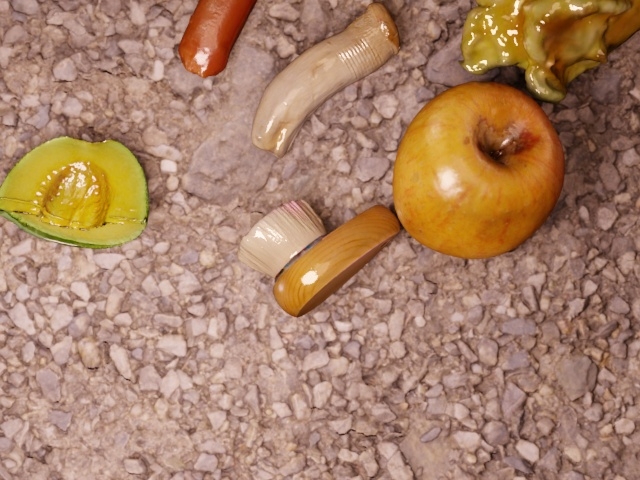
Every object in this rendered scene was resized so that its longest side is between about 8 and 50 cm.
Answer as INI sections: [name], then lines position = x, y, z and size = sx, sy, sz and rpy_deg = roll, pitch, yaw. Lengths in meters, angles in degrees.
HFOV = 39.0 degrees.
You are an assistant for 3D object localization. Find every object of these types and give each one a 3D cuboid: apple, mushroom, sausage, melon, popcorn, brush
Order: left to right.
[melon]
position = -0.420, -0.086, 1.617
size = 0.265, 0.129, 0.169
rpy_deg = 6, 63, 1
[sausage]
position = -0.161, -0.457, 1.665
size = 0.097, 0.094, 0.348
rpy_deg = 27, 83, -13
[brush]
position = 0.000, 0.000, 1.605
size = 0.267, 0.174, 0.166
rpy_deg = -36, 78, -13
[mushroom]
position = 0.004, -0.296, 1.661
size = 0.351, 0.095, 0.122
rpy_deg = -43, 106, -3
[apple]
position = 0.266, -0.113, 1.577
size = 0.299, 0.275, 0.298
rpy_deg = 2, 73, -7
[popcorn]
position = 0.418, -0.422, 1.597
size = 0.274, 0.279, 0.335
rpy_deg = 49, 127, 1
